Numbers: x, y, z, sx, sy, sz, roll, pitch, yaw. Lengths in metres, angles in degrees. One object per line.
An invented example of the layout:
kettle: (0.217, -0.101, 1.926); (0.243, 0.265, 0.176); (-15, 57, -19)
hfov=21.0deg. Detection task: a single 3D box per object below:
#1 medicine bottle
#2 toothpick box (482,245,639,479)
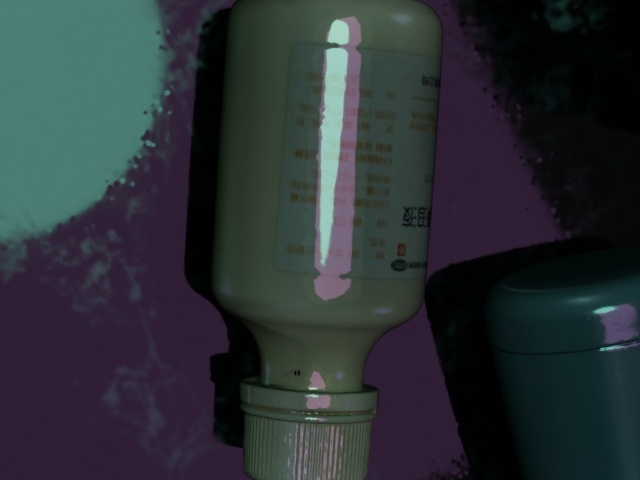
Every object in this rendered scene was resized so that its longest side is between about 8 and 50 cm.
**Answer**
medicine bottle: (0.000, 0.000, 0.895); (0.114, 0.114, 0.252); (4, 92, -11)
toothpick box: (0.160, 0.103, 0.933); (0.120, 0.120, 0.184); (-13, 99, -10)
